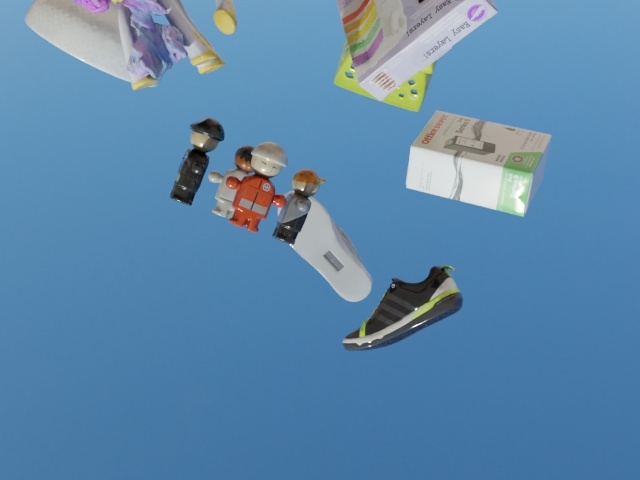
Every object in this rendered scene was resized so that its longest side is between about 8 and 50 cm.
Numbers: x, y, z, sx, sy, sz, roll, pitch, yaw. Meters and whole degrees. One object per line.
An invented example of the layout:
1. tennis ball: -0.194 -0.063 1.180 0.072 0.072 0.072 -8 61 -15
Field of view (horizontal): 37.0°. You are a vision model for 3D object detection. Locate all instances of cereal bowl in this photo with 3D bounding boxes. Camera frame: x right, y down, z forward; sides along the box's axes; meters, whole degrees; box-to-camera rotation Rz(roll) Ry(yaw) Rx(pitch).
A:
1. cereal bowl: -0.503 -0.499 2.238 0.339 0.141 0.339 28 -168 -6

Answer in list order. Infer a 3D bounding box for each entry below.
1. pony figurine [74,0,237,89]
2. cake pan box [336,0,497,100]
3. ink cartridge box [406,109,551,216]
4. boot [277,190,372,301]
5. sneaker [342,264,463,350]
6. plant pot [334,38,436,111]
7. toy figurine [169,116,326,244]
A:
1. pony figurine: -0.289 -0.429 1.487 0.303 0.363 0.351 -18 -173 34
2. cake pan box: 0.159 -0.403 1.626 0.267 0.070 0.246 -34 -132 28
3. ink cartridge box: 0.368 -0.185 2.238 0.289 0.121 0.211 15 -144 18
4. boot: 0.000 0.000 1.817 0.095 0.258 0.123 -34 -159 3
5. sneaker: 0.136 0.114 1.641 0.234 0.097 0.084 -28 164 18
6. plant pot: 0.177 -0.469 2.246 0.227 0.207 0.228 18 -109 -2
7. toy figurine: -0.119 -0.099 1.591 0.213 0.148 0.209 21 -179 31
